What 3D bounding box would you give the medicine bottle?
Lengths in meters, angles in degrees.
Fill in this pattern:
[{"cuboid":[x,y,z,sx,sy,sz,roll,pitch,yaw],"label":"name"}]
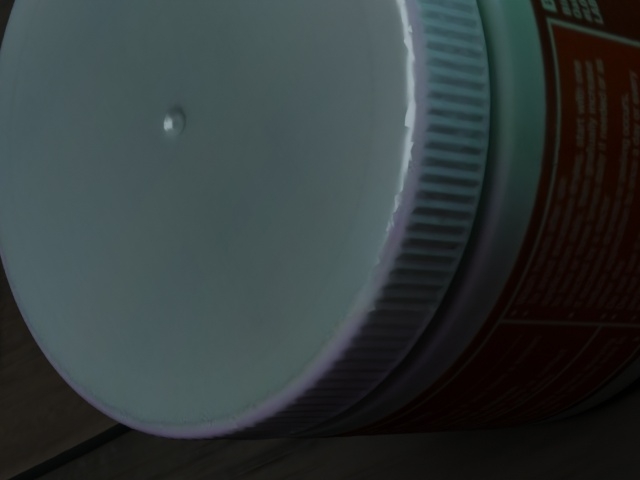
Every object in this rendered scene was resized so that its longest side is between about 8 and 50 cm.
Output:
[{"cuboid":[0.023,-0.041,0.749,0.252,0.241,0.253,-3,85,41],"label":"medicine bottle"}]
